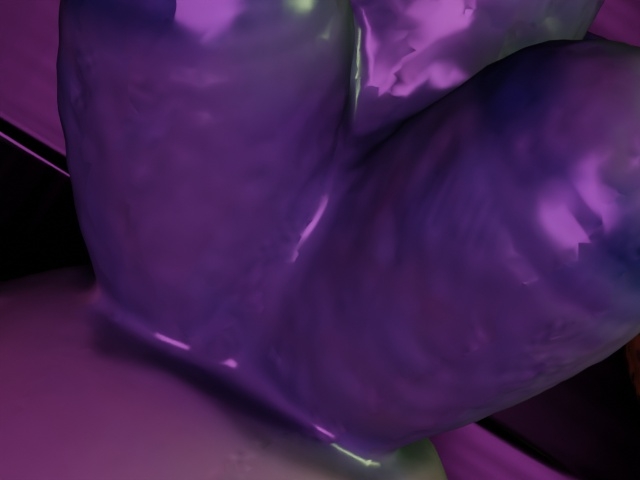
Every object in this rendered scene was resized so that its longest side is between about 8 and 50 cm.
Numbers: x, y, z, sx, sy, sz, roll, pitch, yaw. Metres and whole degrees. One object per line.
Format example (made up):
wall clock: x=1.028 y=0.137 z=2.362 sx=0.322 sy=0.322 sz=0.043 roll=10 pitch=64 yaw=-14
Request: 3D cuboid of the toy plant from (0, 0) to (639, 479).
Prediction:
toy plant: x=0.000 y=0.000 z=0.505 sx=0.247 sy=0.247 sz=0.332 roll=27 pitch=98 yaw=-7

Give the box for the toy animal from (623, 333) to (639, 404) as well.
toy animal: x=0.138 y=0.051 z=0.561 sx=0.136 sy=0.073 sz=0.181 roll=9 pitch=57 yaw=-9
